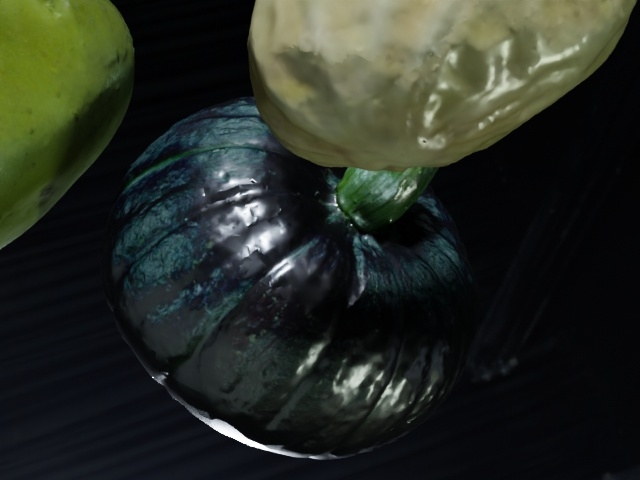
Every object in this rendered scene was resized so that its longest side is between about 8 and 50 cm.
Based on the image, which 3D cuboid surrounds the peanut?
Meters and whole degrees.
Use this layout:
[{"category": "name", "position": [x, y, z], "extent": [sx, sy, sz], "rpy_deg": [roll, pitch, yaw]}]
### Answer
[{"category": "peanut", "position": [0.094, -0.142, 0.448], "extent": [0.136, 0.298, 0.120], "rpy_deg": [36, -10, 37]}]

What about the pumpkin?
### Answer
[{"category": "pumpkin", "position": [0.000, 0.000, 0.679], "extent": [0.248, 0.248, 0.248], "rpy_deg": [165, -90, -71]}]

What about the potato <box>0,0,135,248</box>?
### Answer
[{"category": "potato", "position": [-0.256, -0.067, 0.624], "extent": [0.216, 0.304, 0.216], "rpy_deg": [26, -54, 43]}]
